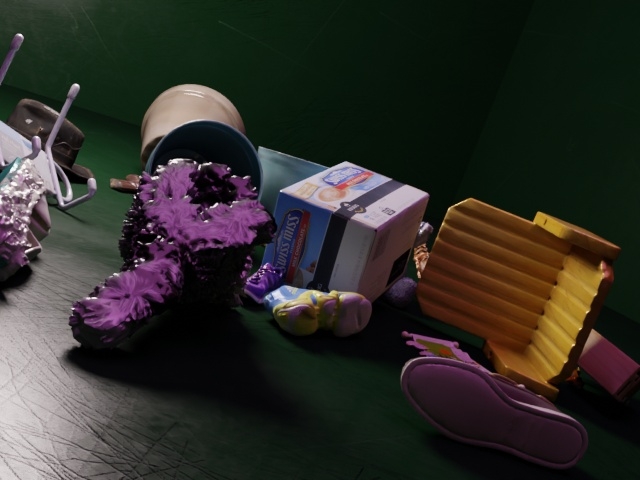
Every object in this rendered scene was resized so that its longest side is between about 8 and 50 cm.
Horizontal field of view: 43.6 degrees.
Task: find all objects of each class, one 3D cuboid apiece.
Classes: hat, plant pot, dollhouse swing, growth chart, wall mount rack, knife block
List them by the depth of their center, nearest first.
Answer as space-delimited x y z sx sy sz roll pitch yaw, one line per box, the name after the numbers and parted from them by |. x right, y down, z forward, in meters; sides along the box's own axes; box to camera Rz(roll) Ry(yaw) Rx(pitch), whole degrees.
0.284 0.250 1.651 0.172 0.021 0.237 13 12 -35 | growth chart
-0.589 -0.237 1.673 0.304 0.130 0.350 69 8 26 | wall mount rack
0.402 0.098 1.743 0.305 0.347 0.315 21 10 -4 | dollhouse swing
0.627 0.263 1.836 0.242 0.088 0.275 43 6 26 | knife block
-0.308 -0.144 1.949 0.271 0.272 0.255 17 -5 -22 | plant pot
-0.712 -0.279 2.059 0.331 0.134 0.331 27 4 -2 | hat
-0.045 -0.107 2.062 0.293 0.196 0.293 17 6 -2 | plant pot
-0.403 -0.271 2.384 0.323 0.323 0.280 20 27 -4 | plant pot

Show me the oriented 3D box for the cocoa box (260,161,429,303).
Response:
0.056 -0.008 1.770 0.228 0.231 0.347 24 25 18 | cocoa box

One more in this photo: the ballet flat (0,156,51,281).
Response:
-0.511 -0.028 1.306 0.147 0.147 0.409 18 13 -15 | ballet flat

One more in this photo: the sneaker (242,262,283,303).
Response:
-0.123 0.079 1.589 0.068 0.071 0.170 23 11 15 | sneaker

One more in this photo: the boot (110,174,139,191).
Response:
-0.531 -0.156 2.157 0.106 0.037 0.114 25 15 36 | boot

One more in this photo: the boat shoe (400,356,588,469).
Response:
0.264 0.263 1.269 0.324 0.117 0.097 23 5 -11 | boat shoe

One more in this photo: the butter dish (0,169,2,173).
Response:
-0.705 -0.188 1.640 0.160 0.118 0.160 12 30 -44 | butter dish

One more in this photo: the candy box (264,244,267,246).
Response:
-0.112 -0.005 2.129 0.186 0.053 0.109 22 9 16 | candy box

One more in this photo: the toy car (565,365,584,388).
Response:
0.594 0.327 1.877 0.040 0.060 0.122 -21 -22 15 | toy car

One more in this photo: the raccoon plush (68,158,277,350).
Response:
-0.262 0.065 1.288 0.216 0.299 0.446 39 47 16 | raccoon plush

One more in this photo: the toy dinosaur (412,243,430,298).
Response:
0.331 0.073 2.128 0.322 0.218 0.164 60 0 29 | toy dinosaur

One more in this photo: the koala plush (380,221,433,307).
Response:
0.169 0.026 2.039 0.196 0.221 0.203 21 9 2 | koala plush

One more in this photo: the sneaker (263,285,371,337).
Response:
-0.009 0.122 1.532 0.126 0.091 0.240 28 13 40 | sneaker
